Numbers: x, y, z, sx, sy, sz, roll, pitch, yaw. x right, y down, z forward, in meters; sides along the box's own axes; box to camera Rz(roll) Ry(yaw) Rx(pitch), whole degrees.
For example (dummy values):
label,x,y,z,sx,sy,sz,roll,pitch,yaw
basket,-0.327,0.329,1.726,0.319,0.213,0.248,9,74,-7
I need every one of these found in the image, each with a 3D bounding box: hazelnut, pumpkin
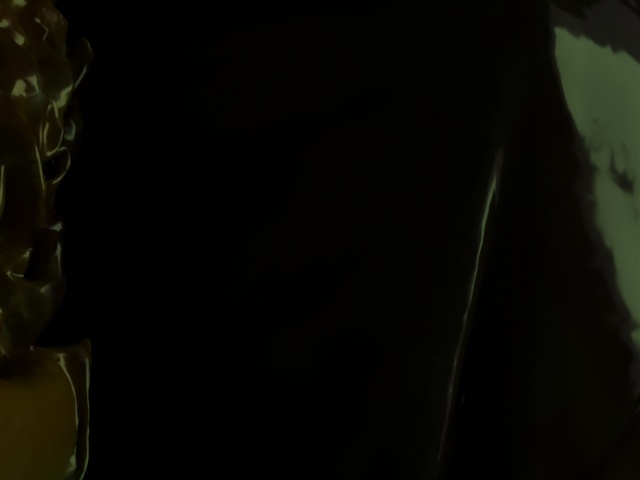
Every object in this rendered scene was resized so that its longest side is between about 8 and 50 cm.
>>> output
label,x,y,z,sx,sy,sz,roll,pitch,yaw
hazelnut,0.000,0.000,0.620,0.359,0.359,0.409,84,-5,-63
pumpkin,-0.130,-0.066,0.412,0.163,0.111,0.278,59,31,-55
